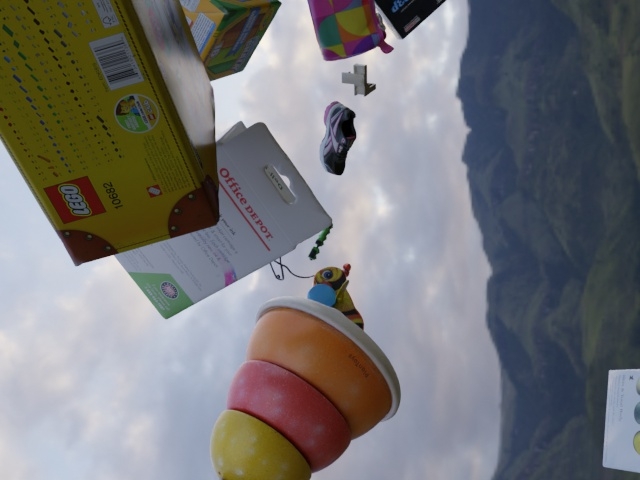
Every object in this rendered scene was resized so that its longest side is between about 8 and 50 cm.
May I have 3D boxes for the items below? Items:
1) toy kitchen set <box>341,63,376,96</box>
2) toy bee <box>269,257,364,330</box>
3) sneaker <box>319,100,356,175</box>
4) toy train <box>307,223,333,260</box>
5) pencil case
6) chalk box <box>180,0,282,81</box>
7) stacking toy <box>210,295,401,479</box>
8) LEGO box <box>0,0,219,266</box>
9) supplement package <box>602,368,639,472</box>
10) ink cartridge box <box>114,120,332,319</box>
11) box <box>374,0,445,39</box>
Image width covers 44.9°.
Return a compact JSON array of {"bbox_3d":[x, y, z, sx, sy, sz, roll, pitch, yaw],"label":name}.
[{"bbox_3d":[0.104,-0.442,2.093,0.075,0.068,0.083,-42,-43,-51],"label":"toy kitchen set"},{"bbox_3d":[0.030,0.125,1.875,0.162,0.195,0.298,-28,-93,-22],"label":"toy bee"},{"bbox_3d":[0.047,-0.233,1.825,0.072,0.077,0.178,-23,-55,-35],"label":"sneaker"},{"bbox_3d":[0.000,0.000,1.452,0.083,0.017,0.024,-62,-8,-4],"label":"toy train"},{"bbox_3d":[0.026,-0.365,1.067,0.104,0.104,0.236,-47,-57,-56],"label":"pencil case"},{"bbox_3d":[-0.214,-0.444,1.539,0.180,0.179,0.289,-55,-8,32],"label":"chalk box"},{"bbox_3d":[-0.100,0.372,1.482,0.480,0.350,0.351,-48,-44,-32],"label":"stacking toy"},{"bbox_3d":[-0.291,-0.286,0.919,0.372,0.193,0.500,-103,-4,-53],"label":"LEGO box"},{"bbox_3d":[0.698,0.352,1.459,0.262,0.198,0.199,141,139,-73],"label":"supplement package"},{"bbox_3d":[-0.163,-0.046,1.250,0.207,0.353,0.119,55,-156,-16],"label":"ink cartridge box"},{"bbox_3d":[0.237,-0.665,2.025,0.175,0.220,0.051,49,178,-22],"label":"box"}]
